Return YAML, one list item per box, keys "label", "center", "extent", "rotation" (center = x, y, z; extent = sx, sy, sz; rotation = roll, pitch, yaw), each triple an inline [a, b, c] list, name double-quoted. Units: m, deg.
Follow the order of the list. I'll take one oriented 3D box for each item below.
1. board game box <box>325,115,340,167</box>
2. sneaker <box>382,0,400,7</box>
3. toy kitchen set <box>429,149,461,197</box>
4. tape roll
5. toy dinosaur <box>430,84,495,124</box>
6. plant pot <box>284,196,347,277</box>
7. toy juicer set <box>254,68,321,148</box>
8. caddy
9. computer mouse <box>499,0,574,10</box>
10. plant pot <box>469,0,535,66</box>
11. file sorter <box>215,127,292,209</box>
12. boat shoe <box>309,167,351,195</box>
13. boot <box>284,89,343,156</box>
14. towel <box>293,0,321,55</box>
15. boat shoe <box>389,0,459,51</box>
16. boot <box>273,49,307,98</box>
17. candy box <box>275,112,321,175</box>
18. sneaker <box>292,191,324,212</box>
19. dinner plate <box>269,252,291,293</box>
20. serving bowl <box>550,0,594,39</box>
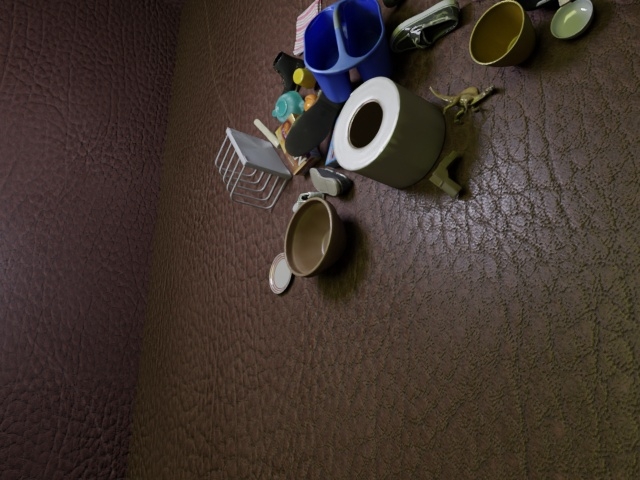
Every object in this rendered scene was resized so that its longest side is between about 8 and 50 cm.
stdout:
- label: "board game box"
  center: [0.074, -0.312, 1.450]
  extent: [0.211, 0.039, 0.160]
  rotation: [-176, 99, -75]
- label: "sneaker"
  center: [0.266, -0.770, 1.384]
  extent: [0.234, 0.078, 0.106]
  rotation: [-48, 40, 29]
- label: "toy kitchen set"
  center: [0.309, -0.150, 1.143]
  extent: [0.083, 0.075, 0.068]
  rotation: [-47, -11, -16]
- label: "tape roll"
  center: [0.173, -0.273, 1.247]
  extent: [0.246, 0.169, 0.246]
  rotation: [-26, 57, 48]
- label: "toy dinosaur"
  center: [0.336, -0.333, 1.164]
  extent: [0.183, 0.053, 0.092]
  rotation: [14, 74, 48]
- label: "plant pot"
  center: [0.000, 0.000, 1.434]
  extent: [0.237, 0.110, 0.237]
  rotation: [-25, 57, 47]
- label: "toy juicer set"
  center: [-0.102, -0.455, 1.782]
  extent: [0.329, 0.089, 0.209]
  rotation: [-38, 68, 39]
- label: "caddy"
  center: [0.075, -0.571, 1.400]
  extent: [0.241, 0.179, 0.341]
  rotation: [-15, 52, 16]
- label: "computer mouse"
  center: [0.486, -0.502, 0.969]
  extent: [0.262, 0.060, 0.184]
  rotation: [-8, 45, 45]
- label: "plant pot"
  center: [0.407, -0.432, 1.044]
  extent: [0.134, 0.095, 0.134]
  rotation: [-22, 63, 52]
- label: "file sorter"
  center: [-0.266, -0.267, 1.831]
  extent: [0.173, 0.193, 0.277]
  rotation: [-60, 38, 24]
- label: "boat shoe"
  center: [0.029, -0.191, 1.524]
  extent: [0.206, 0.065, 0.075]
  rotation: [37, 144, 58]
- label: "boot"
  center: [-0.005, -0.403, 1.582]
  extent: [0.305, 0.112, 0.115]
  rotation: [-52, 9, 10]
- label: "towel"
  center: [-0.051, -0.837, 1.886]
  extent: [0.144, 0.029, 0.197]
  rotation: [-18, 63, 49]
- label: "boat shoe"
  center: [0.273, -0.559, 1.297]
  extent: [0.219, 0.078, 0.070]
  rotation: [-18, 62, 48]
- label: "boot"
  center: [-0.143, -0.616, 1.835]
  extent: [0.198, 0.137, 0.077]
  rotation: [-57, 38, 24]
- label: "candy box"
  center: [-0.078, -0.330, 1.670]
  extent: [0.109, 0.053, 0.186]
  rotation: [-38, 66, 40]
- label: "sneaker"
  center: [-0.053, -0.131, 1.599]
  extent: [0.152, 0.061, 0.053]
  rotation: [-25, 60, 49]
- label: "dinner plate"
  center: [-0.133, 0.113, 1.654]
  extent: [0.141, 0.017, 0.141]
  rotation: [-26, 57, 47]
- label: "serving bowl"
  center: [0.510, -0.442, 0.970]
  extent: [0.083, 0.027, 0.083]
  rotation: [-23, 60, 47]
